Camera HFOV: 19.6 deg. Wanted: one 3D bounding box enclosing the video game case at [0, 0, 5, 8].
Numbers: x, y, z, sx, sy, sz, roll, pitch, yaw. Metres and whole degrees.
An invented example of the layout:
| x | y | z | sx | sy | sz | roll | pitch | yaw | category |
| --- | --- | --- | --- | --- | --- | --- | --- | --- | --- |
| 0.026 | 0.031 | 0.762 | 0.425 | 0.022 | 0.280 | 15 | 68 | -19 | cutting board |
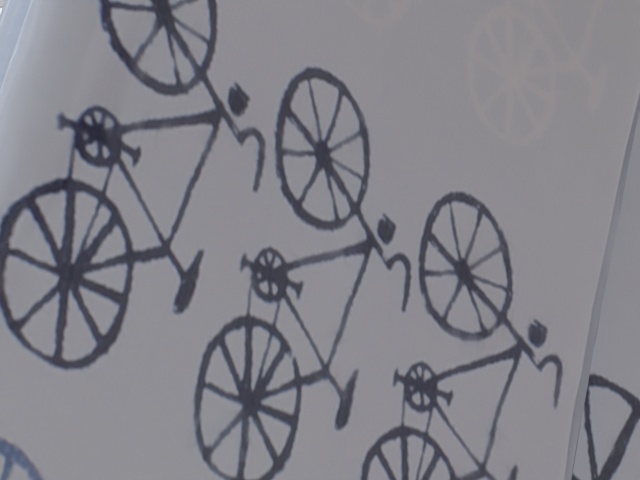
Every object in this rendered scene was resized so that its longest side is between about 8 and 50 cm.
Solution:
| x | y | z | sx | sy | sz | roll | pitch | yaw | category |
| --- | --- | --- | --- | --- | --- | --- | --- | --- | --- |
| -0.231 | -0.114 | 0.603 | 0.248 | 0.275 | 0.035 | 60 | -161 | -73 | video game case |

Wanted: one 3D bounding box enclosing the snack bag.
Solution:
| x | y | z | sx | sy | sz | roll | pitch | yaw | category |
| --- | --- | --- | --- | --- | --- | --- | --- | --- | --- |
| 0.052 | 0.048 | 0.423 | 0.342 | 0.037 | 0.323 | 37 | -124 | -37 | snack bag |
